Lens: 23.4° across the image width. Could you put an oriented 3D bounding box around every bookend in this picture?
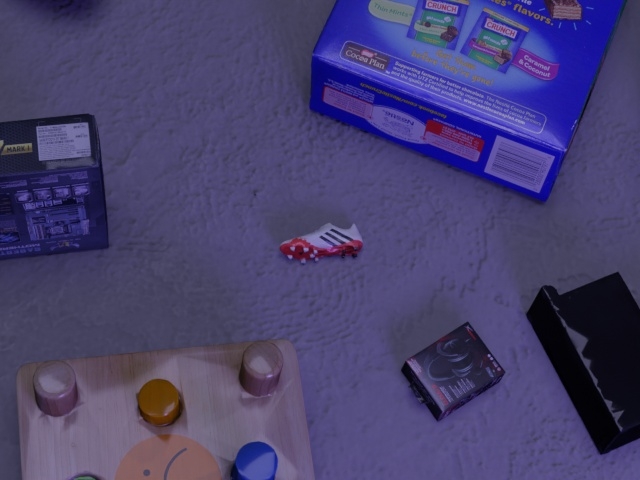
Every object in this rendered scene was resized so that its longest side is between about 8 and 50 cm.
[{"bbox_3d":[0.304,0.097,1.465,0.156,0.072,0.157,-21,69,-15],"label":"bookend"}]

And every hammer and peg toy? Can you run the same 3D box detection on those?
[{"bbox_3d":[-0.116,0.266,1.322,0.266,0.127,0.361,-6,67,-10],"label":"hammer and peg toy"}]

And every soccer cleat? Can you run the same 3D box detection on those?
[{"bbox_3d":[0.000,0.000,1.505,0.083,0.029,0.036,-3,58,-10],"label":"soccer cleat"}]

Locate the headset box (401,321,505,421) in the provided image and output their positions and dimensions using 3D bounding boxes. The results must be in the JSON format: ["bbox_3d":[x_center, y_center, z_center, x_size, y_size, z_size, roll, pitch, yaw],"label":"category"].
[{"bbox_3d":[0.122,0.126,1.457,0.083,0.032,0.062,-29,72,-18],"label":"headset box"}]

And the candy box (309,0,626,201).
[{"bbox_3d":[0.167,-0.238,1.575,0.268,0.122,0.317,22,67,6],"label":"candy box"}]

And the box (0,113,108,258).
[{"bbox_3d":[-0.313,-0.040,1.407,0.232,0.183,0.059,-6,66,-7],"label":"box"}]
